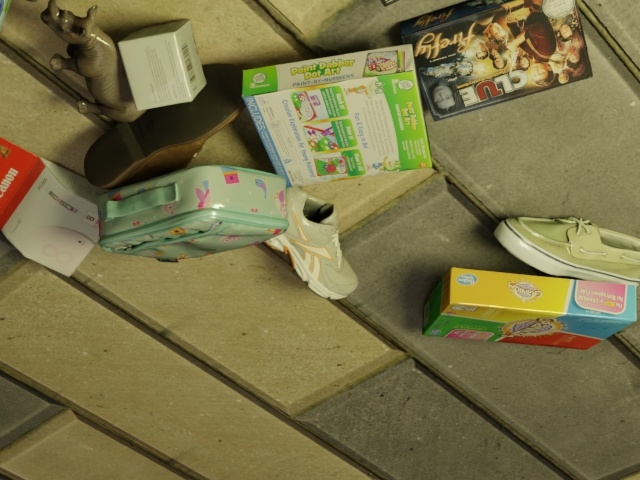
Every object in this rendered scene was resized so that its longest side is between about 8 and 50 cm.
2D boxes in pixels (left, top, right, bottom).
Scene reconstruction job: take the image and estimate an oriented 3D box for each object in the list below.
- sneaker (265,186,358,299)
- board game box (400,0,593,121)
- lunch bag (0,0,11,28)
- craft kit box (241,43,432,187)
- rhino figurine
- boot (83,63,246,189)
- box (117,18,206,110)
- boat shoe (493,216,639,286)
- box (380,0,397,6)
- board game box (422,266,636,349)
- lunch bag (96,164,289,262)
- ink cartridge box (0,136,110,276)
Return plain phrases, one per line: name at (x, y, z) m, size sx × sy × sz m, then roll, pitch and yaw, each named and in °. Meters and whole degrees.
sneaker at (0.000, 0.000, 1.650) m, size 0.121 × 0.099 × 0.262 m, roll -30°, pitch 128°, yaw 22°
board game box at (0.256, -0.276, 1.405) m, size 0.243 × 0.042 × 0.165 m, roll -15°, pitch 132°, yaw 16°
lunch bag at (-0.546, -0.339, 1.336) m, size 0.219 × 0.090 × 0.176 m, roll 21°, pitch 130°, yaw -18°
craft kit box at (0.033, -0.178, 1.456) m, size 0.246 × 0.061 × 0.250 m, roll -5°, pitch 151°, yaw 10°
rhino figurine at (-0.323, -0.257, 1.385) m, size 0.106 × 0.073 × 0.243 m, roll 9°, pitch 149°, yaw 22°
boot at (-0.218, -0.170, 1.509) m, size 0.305 × 0.112 × 0.115 m, roll -29°, pitch 158°, yaw 21°
box at (-0.223, -0.251, 1.386) m, size 0.087 × 0.102 × 0.101 m, roll -9°, pitch 112°, yaw 10°
boat shoe at (0.432, 0.005, 1.648) m, size 0.302 × 0.109 × 0.094 m, roll 15°, pitch 119°, yaw -26°
box at (0.122, -0.422, 1.266) m, size 0.190 × 0.045 × 0.184 m, roll -23°, pitch 126°, yaw 22°
board game box at (0.356, 0.124, 1.709) m, size 0.316 × 0.064 × 0.242 m, roll 5°, pitch 161°, yaw -3°
lunch bag at (-0.207, -0.038, 1.520) m, size 0.279 × 0.108 × 0.224 m, roll -14°, pitch 169°, yaw 36°
ink cartridge box at (-0.482, -0.053, 1.641) m, size 0.232 × 0.066 × 0.189 m, roll 25°, pitch 130°, yaw -26°
